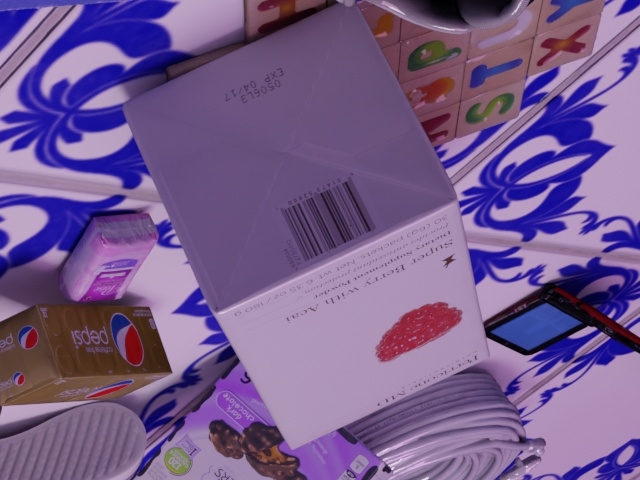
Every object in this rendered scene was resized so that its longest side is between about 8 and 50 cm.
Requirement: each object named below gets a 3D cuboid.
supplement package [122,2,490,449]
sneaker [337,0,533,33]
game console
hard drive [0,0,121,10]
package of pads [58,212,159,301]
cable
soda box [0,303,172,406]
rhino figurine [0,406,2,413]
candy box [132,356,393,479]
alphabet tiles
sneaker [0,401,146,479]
[{"bbox_3d":[0.000,0.000,1.340,0.177,0.175,0.293,-25,155,-2],"label":"supplement package"},{"bbox_3d":[0.109,-0.184,1.145,0.330,0.146,0.122,-9,143,-34],"label":"sneaker"},{"bbox_3d":[0.251,0.102,1.904,0.085,0.124,0.144,-57,149,4],"label":"game console"},{"bbox_3d":[-0.137,-0.233,0.952,0.210,0.040,0.319,-9,150,-31],"label":"hard drive"},{"bbox_3d":[-0.161,0.013,1.415,0.050,0.032,0.083,-3,147,-34],"label":"package of pads"},{"bbox_3d":[0.093,0.231,2.001,0.257,0.089,0.257,-31,153,13],"label":"cable"},{"bbox_3d":[-0.187,0.088,1.453,0.058,0.061,0.181,-25,169,20],"label":"soda box"},{"bbox_3d":[-0.347,0.121,1.367,0.243,0.106,0.073,-13,152,-25],"label":"rhino figurine"},{"bbox_3d":[-0.062,0.223,1.671,0.196,0.165,0.070,-49,163,-3],"label":"candy box"},{"bbox_3d":[0.054,-0.129,1.360,0.342,0.011,0.285,-20,155,-11],"label":"alphabet tiles"},{"bbox_3d":[-0.295,0.243,1.661,0.282,0.102,0.161,-11,155,-27],"label":"sneaker"}]
